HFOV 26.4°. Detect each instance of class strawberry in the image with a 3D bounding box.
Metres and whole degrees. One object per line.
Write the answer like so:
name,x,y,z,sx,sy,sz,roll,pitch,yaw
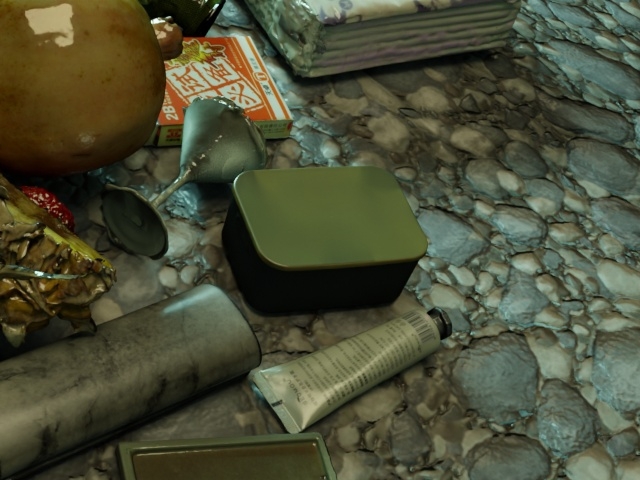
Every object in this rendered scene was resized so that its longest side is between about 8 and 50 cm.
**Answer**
strawberry,-0.303,-0.017,1.398,0.096,0.083,0.083,33,44,16

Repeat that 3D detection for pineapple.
pineapple,-0.344,0.004,1.274,0.334,0.158,0.161,38,87,20

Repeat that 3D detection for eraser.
eraser,-0.164,-0.182,1.639,0.230,0.038,0.157,-6,51,-27

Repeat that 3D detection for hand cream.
hand cream,0.041,0.128,1.424,0.234,0.050,0.080,-22,60,-31

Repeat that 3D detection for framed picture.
framed picture,-0.058,0.300,1.230,0.211,0.020,0.289,-1,48,-22

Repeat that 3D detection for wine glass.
wine glass,-0.154,-0.065,1.485,0.122,0.122,0.183,35,50,12

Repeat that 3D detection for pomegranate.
pomegranate,-0.271,-0.189,1.449,0.270,0.229,0.252,-10,26,-18

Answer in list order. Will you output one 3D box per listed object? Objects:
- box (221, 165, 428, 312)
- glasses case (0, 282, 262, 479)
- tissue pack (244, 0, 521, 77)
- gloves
box,0.000,0.000,1.493,0.201,0.090,0.144,-5,50,-26
glasses case,-0.203,0.128,1.308,0.299,0.060,0.114,-20,61,-36
tissue pack,0.070,-0.348,1.832,0.344,0.125,0.242,-12,54,-31
gloves,-0.249,-0.333,1.712,0.268,0.107,0.135,18,13,-2
